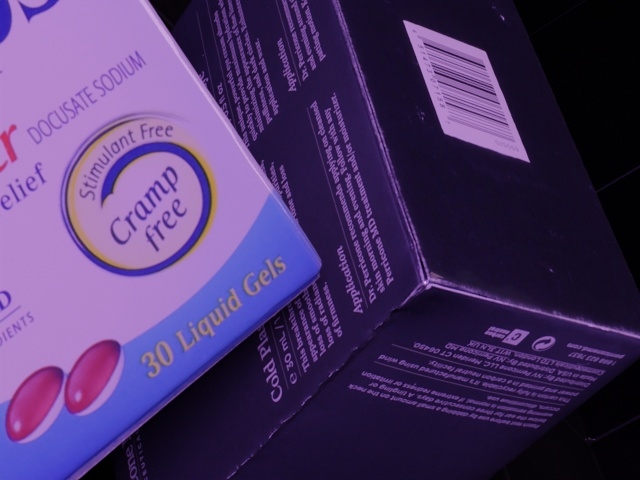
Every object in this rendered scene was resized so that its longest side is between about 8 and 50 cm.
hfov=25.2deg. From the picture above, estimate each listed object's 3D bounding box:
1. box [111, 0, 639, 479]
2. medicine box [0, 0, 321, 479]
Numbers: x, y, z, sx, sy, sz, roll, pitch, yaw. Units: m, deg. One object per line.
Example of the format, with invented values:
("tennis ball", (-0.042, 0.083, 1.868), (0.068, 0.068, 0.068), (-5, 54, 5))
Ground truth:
("box", (0.000, 0.000, 0.927), (0.179, 0.312, 0.343), (15, 45, -34))
("medicine box", (-0.194, -0.026, 0.700), (0.289, 0.263, 0.149), (56, -15, -18))
